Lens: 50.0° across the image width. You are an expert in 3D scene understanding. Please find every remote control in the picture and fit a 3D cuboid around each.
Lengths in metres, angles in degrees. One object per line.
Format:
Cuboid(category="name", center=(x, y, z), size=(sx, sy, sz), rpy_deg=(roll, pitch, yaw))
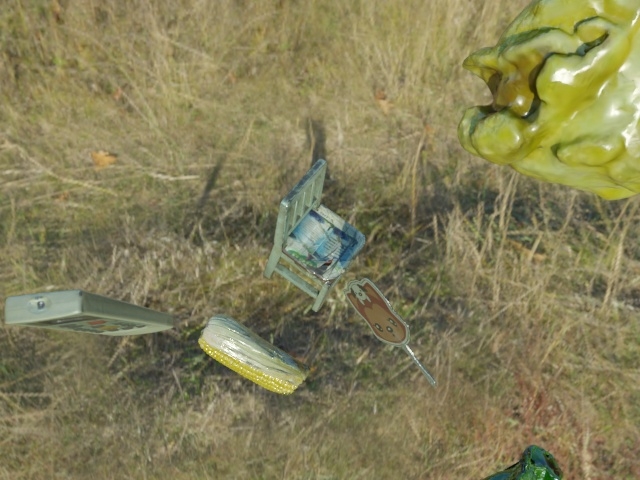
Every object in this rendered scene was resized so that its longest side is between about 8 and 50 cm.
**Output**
Cuboid(category="remote control", center=(-0.328, 0.116, 1.018), size=(0.123, 0.285, 0.038), rpy_deg=(-7, 75, 11))

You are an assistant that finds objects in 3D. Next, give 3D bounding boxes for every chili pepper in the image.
Cuboid(category="chili pepper", center=(0.437, 0.679, 1.678), size=(0.167, 0.385, 0.213), rpy_deg=(39, 14, 2))

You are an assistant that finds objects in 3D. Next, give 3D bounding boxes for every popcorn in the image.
Cuboid(category="popcorn", center=(0.301, -0.187, 0.783), size=(0.241, 0.250, 0.235), rpy_deg=(16, 1, -20))

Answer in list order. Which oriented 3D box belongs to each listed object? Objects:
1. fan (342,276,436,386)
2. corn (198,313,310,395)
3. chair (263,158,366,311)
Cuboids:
Cuboid(category="fan", center=(0.118, 0.150, 1.110), size=(0.009, 0.132, 0.220), rpy_deg=(-39, 88, -23))
Cuboid(category="corn", center=(-0.174, 0.300, 1.808), size=(0.305, 0.123, 0.122), rpy_deg=(32, 35, -14))
Cuboid(category="chair", center=(0.000, 0.000, 1.282), size=(0.147, 0.270, 0.136), rpy_deg=(34, 58, 8))
